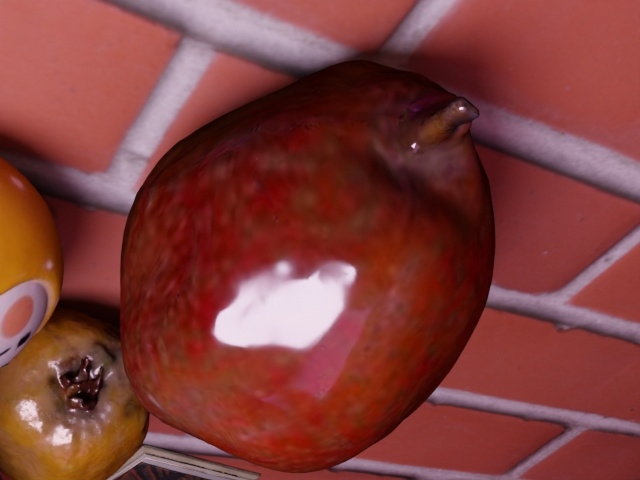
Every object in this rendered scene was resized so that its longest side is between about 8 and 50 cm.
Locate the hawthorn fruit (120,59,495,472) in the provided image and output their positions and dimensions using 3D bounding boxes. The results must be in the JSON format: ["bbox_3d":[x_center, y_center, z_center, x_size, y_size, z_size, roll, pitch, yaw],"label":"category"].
[{"bbox_3d":[-0.013,0.011,0.740,0.308,0.308,0.325,9,107,-24],"label":"hawthorn fruit"}]

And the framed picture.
[{"bbox_3d":[-0.253,0.383,1.343,0.216,0.016,0.273,26,128,-38],"label":"framed picture"}]

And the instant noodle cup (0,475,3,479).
[{"bbox_3d":[-0.475,0.292,0.995,0.264,0.264,0.200,-12,150,-1],"label":"instant noodle cup"}]

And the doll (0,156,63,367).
[{"bbox_3d":[-0.297,0.012,0.758,0.213,0.213,0.236,-34,179,25],"label":"doll"}]

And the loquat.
[{"bbox_3d":[-0.261,0.160,0.928,0.187,0.176,0.234,27,143,-15],"label":"loquat"}]
